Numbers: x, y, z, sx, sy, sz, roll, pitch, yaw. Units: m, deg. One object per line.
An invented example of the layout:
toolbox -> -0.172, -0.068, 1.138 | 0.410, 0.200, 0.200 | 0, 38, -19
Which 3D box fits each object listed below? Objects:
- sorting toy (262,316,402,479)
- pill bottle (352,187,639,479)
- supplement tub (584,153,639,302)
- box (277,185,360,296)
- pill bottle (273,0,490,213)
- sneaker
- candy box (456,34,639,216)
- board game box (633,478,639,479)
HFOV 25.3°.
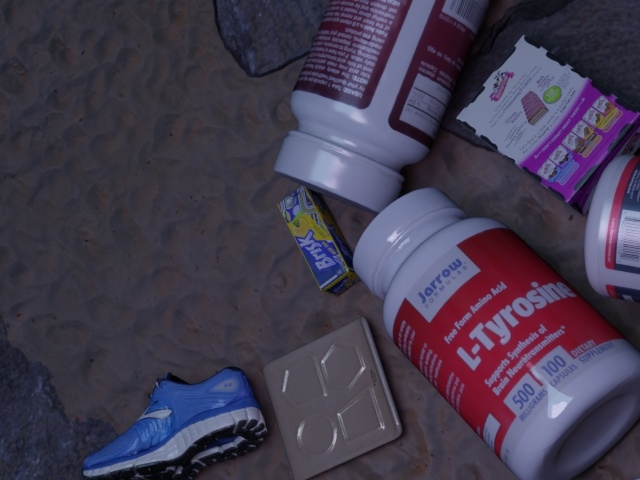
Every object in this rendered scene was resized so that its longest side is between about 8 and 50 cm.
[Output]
sorting toy -> 0.018, 0.240, 2.141 | 0.208, 0.038, 0.193 | -30, 64, 26
pill bottle -> 0.233, 0.118, 1.926 | 0.229, 0.229, 0.408 | -50, 59, 11
supplement tub -> 0.490, -0.001, 1.820 | 0.272, 0.191, 0.191 | 10, 83, 26
box -> 0.000, 0.000, 2.198 | 0.059, 0.054, 0.169 | -37, 63, 18
pill bottle -> 0.090, -0.247, 2.109 | 0.224, 0.224, 0.392 | 22, 89, 33
sneaker -> -0.233, 0.297, 2.237 | 0.330, 0.130, 0.147 | -26, 51, 19
candy box -> 0.329, -0.164, 2.021 | 0.159, 0.071, 0.233 | -50, 55, 4
board game box -> 0.434, 0.355, 1.870 | 0.090, 0.020, 0.090 | -21, 66, 25
